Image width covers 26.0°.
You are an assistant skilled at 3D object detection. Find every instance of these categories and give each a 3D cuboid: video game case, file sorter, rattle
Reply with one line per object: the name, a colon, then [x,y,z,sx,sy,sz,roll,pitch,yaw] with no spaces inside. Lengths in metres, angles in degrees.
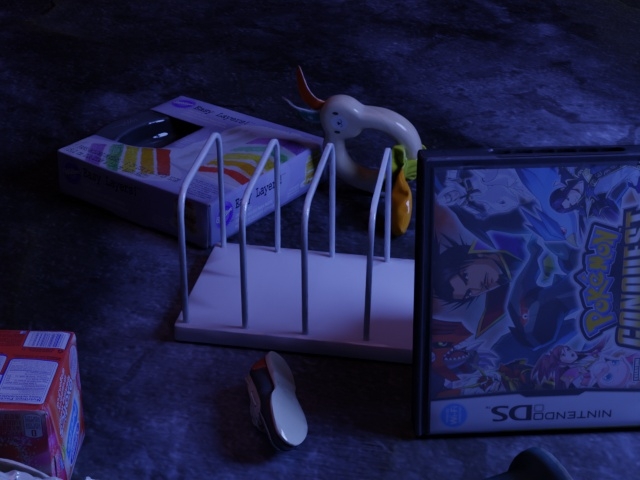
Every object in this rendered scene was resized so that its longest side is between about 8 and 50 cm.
video game case: [0.211,0.049,1.279,0.248,0.275,0.035,-1,19,-4]
file sorter: [0.000,0.000,1.476,0.277,0.173,0.193,6,29,8]
rattle: [0.027,-0.105,1.689,0.130,0.199,0.143,-21,36,51]

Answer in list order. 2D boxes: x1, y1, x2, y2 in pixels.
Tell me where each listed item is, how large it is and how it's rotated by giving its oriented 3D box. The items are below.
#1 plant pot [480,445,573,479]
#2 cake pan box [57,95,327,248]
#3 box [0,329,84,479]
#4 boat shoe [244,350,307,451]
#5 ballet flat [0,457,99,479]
plant pot: [-0.003,0.312,0.753,0.334,0.341,0.341,-10,29,-4]
cake pan box: [-0.164,-0.095,1.766,0.266,0.070,0.245,20,31,32]
box: [-0.347,0.159,1.218,0.256,0.123,0.128,1,28,2]
boat shoe: [-0.046,0.158,1.315,0.043,0.049,0.137,-40,29,13]
ballet flat: [-0.316,0.201,1.010,0.408,0.147,0.147,15,26,-11]
